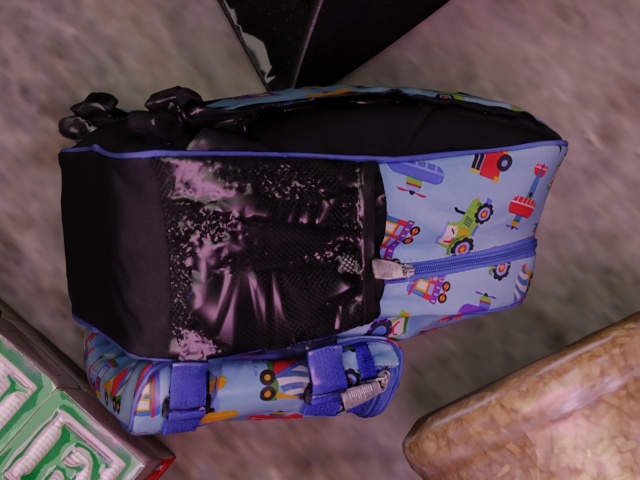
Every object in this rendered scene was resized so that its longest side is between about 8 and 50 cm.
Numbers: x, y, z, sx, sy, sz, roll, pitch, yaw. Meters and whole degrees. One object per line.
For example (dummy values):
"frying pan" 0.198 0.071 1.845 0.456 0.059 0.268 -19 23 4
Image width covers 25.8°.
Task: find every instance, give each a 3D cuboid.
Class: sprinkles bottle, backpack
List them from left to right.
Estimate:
"backpack" 0.000 0.000 0.516 0.173 0.158 0.117 -4 96 -21
"sprinkles bottle" 0.158 0.201 0.490 0.121 0.121 0.355 -26 81 -1

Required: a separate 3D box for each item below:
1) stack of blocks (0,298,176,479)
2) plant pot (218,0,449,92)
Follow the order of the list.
"stack of blocks" -0.132 0.133 0.532 0.297 0.087 0.171 41 86 8
"plant pot" 0.024 -0.188 0.532 0.167 0.188 0.187 -26 81 -14
